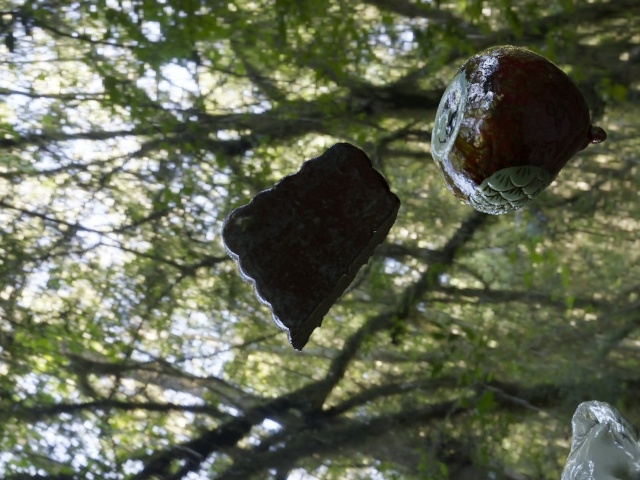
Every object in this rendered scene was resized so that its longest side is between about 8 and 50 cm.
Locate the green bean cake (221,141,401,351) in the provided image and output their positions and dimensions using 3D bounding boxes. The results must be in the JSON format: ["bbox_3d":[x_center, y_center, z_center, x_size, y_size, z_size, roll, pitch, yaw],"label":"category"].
[{"bbox_3d":[0.000,0.000,1.282,0.232,0.097,0.199,-38,-95,-7],"label":"green bean cake"}]

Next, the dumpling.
[{"bbox_3d":[0.357,0.301,1.120,0.132,0.162,0.250,5,-121,-31],"label":"dumpling"}]

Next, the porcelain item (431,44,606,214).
[{"bbox_3d":[0.285,-0.150,1.358,0.253,0.253,0.253,-13,-71,-43],"label":"porcelain item"}]
